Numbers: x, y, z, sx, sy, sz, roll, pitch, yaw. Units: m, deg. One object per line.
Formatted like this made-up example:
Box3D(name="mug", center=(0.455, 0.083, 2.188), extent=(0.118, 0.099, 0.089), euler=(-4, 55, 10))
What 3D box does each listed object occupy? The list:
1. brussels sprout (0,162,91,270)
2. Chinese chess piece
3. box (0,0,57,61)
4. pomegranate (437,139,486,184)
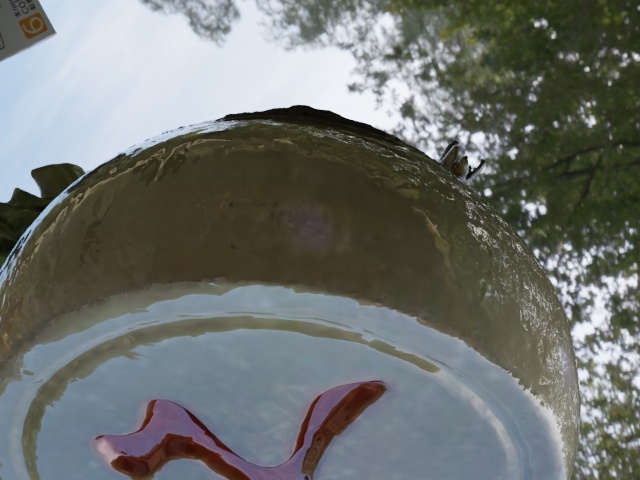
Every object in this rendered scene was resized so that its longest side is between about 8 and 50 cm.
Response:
Box3D(name="brussels sprout", center=(-0.451, 0.117, 1.416), extent=(0.361, 0.425, 0.342), euler=(44, -139, 11))
Box3D(name="Chinese chess piece", center=(-0.024, 0.088, 0.471), extent=(0.338, 0.338, 0.140), euler=(-16, -141, 16))
Box3D(name="box", center=(-0.622, -0.431, 1.394), extent=(0.221, 0.274, 0.091), euler=(-39, -152, -27))
Box3D(name="pomegranate", center=(0.168, -0.025, 1.229), extent=(0.246, 0.198, 0.198), euler=(-37, -138, 40))
